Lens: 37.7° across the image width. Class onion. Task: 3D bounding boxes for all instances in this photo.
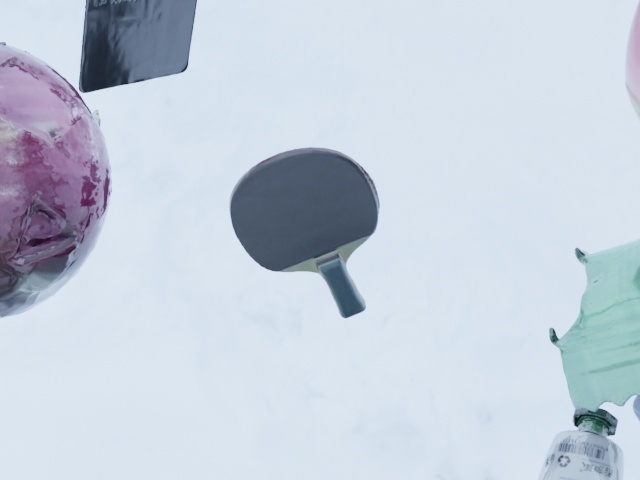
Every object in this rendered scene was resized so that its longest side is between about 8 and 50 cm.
[{"bbox_3d":[-0.255,-0.030,0.718,0.207,0.200,0.201,-26,107,2],"label":"onion"}]

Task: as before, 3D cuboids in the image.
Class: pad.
[{"bbox_3d":[-0.192,-0.220,1.004,0.003,0.157,0.112,32,125,28],"label":"pad"}]

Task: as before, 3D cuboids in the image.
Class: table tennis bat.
[{"bbox_3d":[0.000,0.000,1.128,0.173,0.022,0.301,-22,138,6],"label":"table tennis bat"}]

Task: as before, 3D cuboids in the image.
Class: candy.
[{"bbox_3d":[0.428,0.060,1.013,0.262,0.398,0.172,-16,85,31],"label":"candy"}]

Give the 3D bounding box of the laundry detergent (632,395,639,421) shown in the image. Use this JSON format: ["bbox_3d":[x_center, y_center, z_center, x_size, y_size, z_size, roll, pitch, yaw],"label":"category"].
[{"bbox_3d":[0.799,0.362,1.991,0.143,0.290,0.094,-34,99,-13],"label":"laundry detergent"}]

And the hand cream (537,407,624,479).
[{"bbox_3d":[0.254,0.331,0.986,0.121,0.336,0.076,6,143,29],"label":"hand cream"}]

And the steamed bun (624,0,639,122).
[{"bbox_3d":[0.525,-0.242,1.216,0.309,0.309,0.309,5,114,10],"label":"steamed bun"}]
